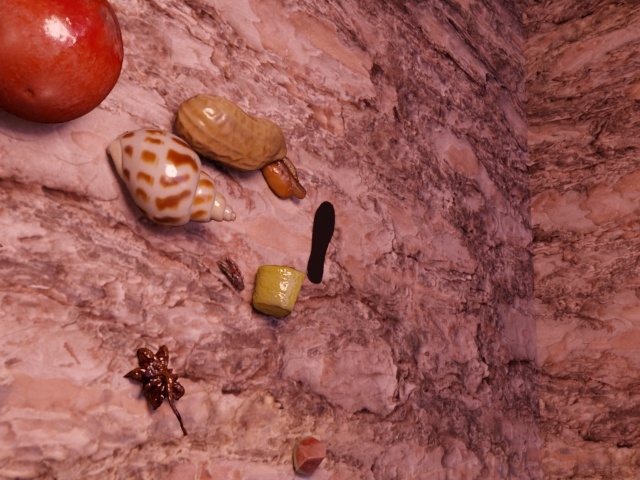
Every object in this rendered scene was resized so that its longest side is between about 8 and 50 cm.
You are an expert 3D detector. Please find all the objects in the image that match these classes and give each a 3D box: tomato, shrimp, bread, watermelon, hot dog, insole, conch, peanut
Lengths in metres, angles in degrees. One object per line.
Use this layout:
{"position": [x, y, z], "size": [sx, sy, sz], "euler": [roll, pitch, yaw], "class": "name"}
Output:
{"position": [-0.466, -0.337, 1.032], "size": [0.264, 0.264, 0.265], "euler": [16, 69, -46], "class": "tomato"}
{"position": [-0.201, 0.073, 1.395], "size": [0.092, 0.029, 0.038], "euler": [55, 46, -18], "class": "shrimp"}
{"position": [-0.103, 0.115, 1.431], "size": [0.111, 0.129, 0.115], "euler": [14, 70, -7], "class": "bread"}
{"position": [-0.025, 0.524, 1.450], "size": [0.084, 0.072, 0.092], "euler": [-12, 94, -32], "class": "watermelon"}
{"position": [-0.093, -0.160, 1.557], "size": [0.090, 0.060, 0.140], "euler": [-42, 116, -41], "class": "hot dog"}
{"position": [0.000, 0.000, 1.663], "size": [0.086, 0.005, 0.253], "euler": [35, 55, -37], "class": "insole"}
{"position": [-0.300, -0.121, 1.239], "size": [0.275, 0.148, 0.183], "euler": [45, 54, -29], "class": "conch"}
{"position": [-0.198, -0.245, 1.403], "size": [0.153, 0.140, 0.325], "euler": [45, 20, 29], "class": "peanut"}

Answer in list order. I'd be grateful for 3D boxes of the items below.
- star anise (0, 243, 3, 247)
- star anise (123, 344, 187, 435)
{"position": [-0.607, -0.023, 0.932], "size": [0.182, 0.065, 0.195], "euler": [-19, 93, -45], "class": "star anise"}
{"position": [-0.305, 0.293, 1.181], "size": [0.097, 0.070, 0.191], "euler": [-19, 82, -60], "class": "star anise"}
